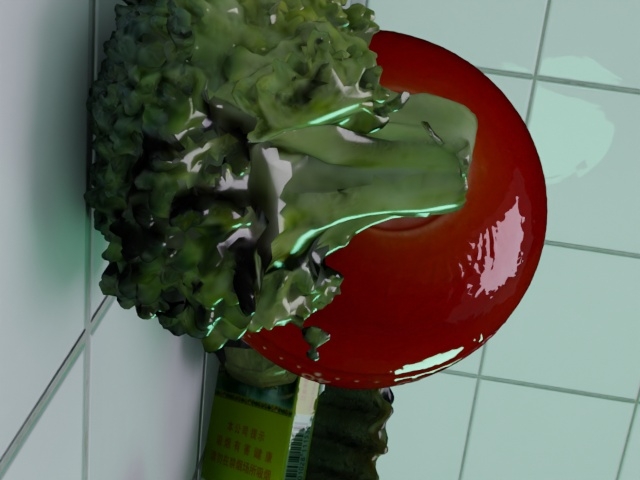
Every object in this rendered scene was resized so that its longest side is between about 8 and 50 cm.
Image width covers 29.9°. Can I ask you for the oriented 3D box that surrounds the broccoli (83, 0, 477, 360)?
[{"bbox_3d":[-0.027,-0.067,0.899,0.348,0.281,0.293,-72,169,-60],"label":"broccoli"}]

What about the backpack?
[{"bbox_3d":[-0.075,0.049,1.460,0.207,0.140,0.253,87,5,-75],"label":"backpack"}]

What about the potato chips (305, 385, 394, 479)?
[{"bbox_3d":[-0.026,0.321,1.666,0.358,0.070,0.429,-59,-164,-17],"label":"potato chips"}]

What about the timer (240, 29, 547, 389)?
[{"bbox_3d":[0.048,-0.036,1.254,0.279,0.378,0.378,116,-14,-68],"label":"timer"}]

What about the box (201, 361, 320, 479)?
[{"bbox_3d":[-0.068,0.173,1.604,0.187,0.047,0.335,5,-96,52],"label":"box"}]
